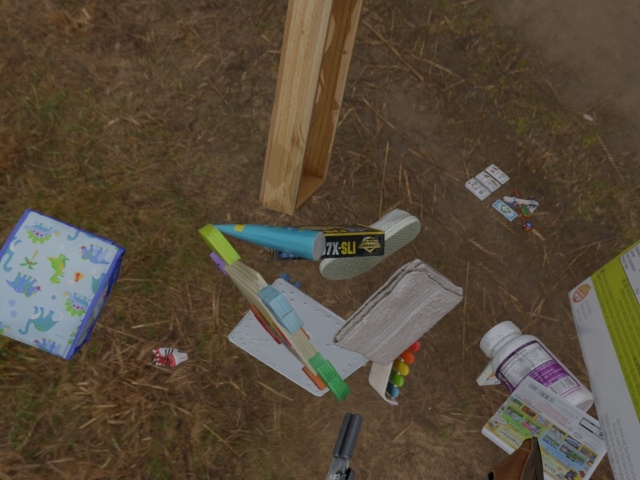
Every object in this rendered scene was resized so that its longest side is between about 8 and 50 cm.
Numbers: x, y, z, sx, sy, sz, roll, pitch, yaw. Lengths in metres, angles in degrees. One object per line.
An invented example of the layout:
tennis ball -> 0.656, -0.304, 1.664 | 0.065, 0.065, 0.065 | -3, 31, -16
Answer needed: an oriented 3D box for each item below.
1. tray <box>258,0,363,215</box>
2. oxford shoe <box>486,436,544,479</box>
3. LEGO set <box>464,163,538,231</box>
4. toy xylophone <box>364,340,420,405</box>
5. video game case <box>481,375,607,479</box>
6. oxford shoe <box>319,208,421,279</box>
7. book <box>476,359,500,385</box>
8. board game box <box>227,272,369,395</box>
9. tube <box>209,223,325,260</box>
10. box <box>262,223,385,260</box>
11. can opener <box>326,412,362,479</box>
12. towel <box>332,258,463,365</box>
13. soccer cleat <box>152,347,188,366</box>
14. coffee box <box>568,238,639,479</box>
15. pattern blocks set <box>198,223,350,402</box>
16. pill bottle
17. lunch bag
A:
tray -> -0.013, -0.269, 0.885 | 0.076, 0.203, 0.410 | 17, 117, 11
oxford shoe -> 0.291, 0.343, 0.763 | 0.076, 0.212, 0.075 | -11, 82, 29
LEGO set -> 0.603, -0.128, 1.673 | 0.244, 0.060, 0.183 | 45, 52, 17
toy xylophone -> 0.250, 0.426, 1.893 | 0.081, 0.236, 0.322 | 9, 108, -24
video game case -> 0.530, 0.449, 1.192 | 0.206, 0.026, 0.227 | -33, 49, -30
oxford shoe -> 0.185, 0.013, 2.021 | 0.450, 0.169, 0.130 | -30, 50, -13
book -> 0.586, 0.419, 1.674 | 0.144, 0.097, 0.035 | -65, 34, 30
board game box -> -0.058, 0.318, 1.666 | 0.390, 0.390, 0.050 | 35, 40, -8
tube -> -0.095, -0.007, 0.934 | 0.207, 0.080, 0.052 | 11, 86, 22
box -> 0.000, 0.000, 1.537 | 0.323, 0.257, 0.079 | -2, 99, -13
can opener -> 0.094, 0.771, 1.843 | 0.076, 0.095, 0.283 | -9, 46, 40
towel -> 0.182, 0.175, 1.178 | 0.282, 0.187, 0.049 | -48, 35, 18
soccer cleat -> -0.246, 0.189, 0.834 | 0.083, 0.036, 0.029 | -6, 94, 51
coffee box -> 0.521, 0.143, 0.507 | 0.338, 0.338, 0.334 | 37, 122, -4
pattern blocks set -> -0.068, 0.094, 0.690 | 0.026, 0.285, 0.325 | -39, 32, -13
pill bottle -> 0.599, 0.378, 1.456 | 0.169, 0.169, 0.301 | -35, 48, -1
lunch bag -> -0.335, 0.051, 0.648 | 0.129, 0.096, 0.151 | 24, 96, -11
